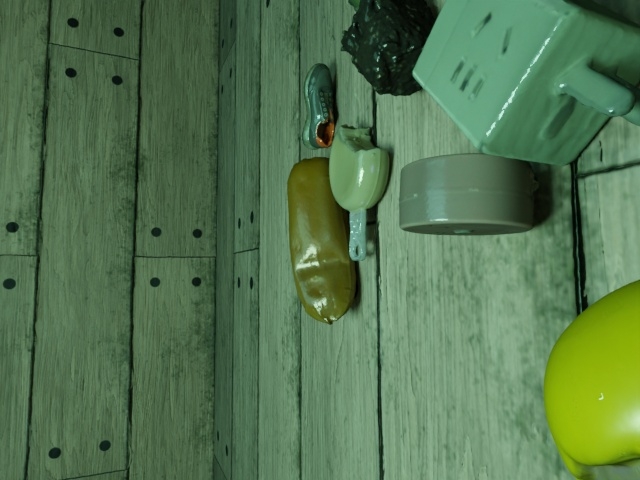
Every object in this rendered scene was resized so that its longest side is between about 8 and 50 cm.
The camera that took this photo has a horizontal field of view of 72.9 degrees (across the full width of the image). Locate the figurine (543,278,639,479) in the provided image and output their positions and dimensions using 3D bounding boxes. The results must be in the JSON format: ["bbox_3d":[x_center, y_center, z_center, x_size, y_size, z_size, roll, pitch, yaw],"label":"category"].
[{"bbox_3d":[0.279,0.173,0.235,0.215,0.187,0.344,102,150,-50],"label":"figurine"}]

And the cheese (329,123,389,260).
[{"bbox_3d":[0.064,-0.095,0.844,0.163,0.070,0.249,-141,55,-60],"label":"cheese"}]

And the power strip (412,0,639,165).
[{"bbox_3d":[0.215,-0.162,0.427,0.224,0.139,0.140,-110,33,-40],"label":"power strip"}]

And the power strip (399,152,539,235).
[{"bbox_3d":[0.170,-0.047,0.509,0.154,0.154,0.078,173,100,-66],"label":"power strip"}]

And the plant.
[{"bbox_3d":[0.107,-0.333,0.689,0.142,0.131,0.203,115,148,-47],"label":"plant"}]

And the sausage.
[{"bbox_3d":[0.001,0.002,0.913,0.116,0.134,0.354,59,-155,-73],"label":"sausage"}]

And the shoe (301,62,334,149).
[{"bbox_3d":[0.007,-0.303,0.997,0.077,0.074,0.195,28,117,51],"label":"shoe"}]
